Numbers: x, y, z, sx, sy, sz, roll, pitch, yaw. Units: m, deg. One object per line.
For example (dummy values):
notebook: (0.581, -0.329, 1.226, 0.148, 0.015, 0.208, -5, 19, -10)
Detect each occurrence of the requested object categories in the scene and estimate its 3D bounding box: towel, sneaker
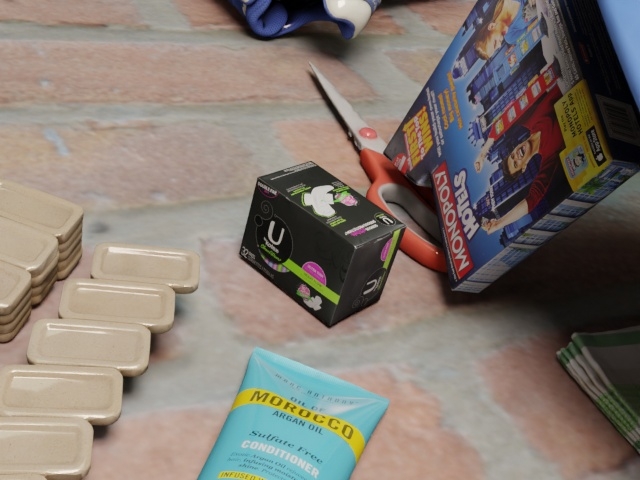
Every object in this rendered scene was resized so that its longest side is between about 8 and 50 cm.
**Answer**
towel: (0.227, 0.105, 0.524, 0.113, 0.023, 0.152, -6, 40, -28)
sneaker: (-0.068, -0.271, 0.867, 0.296, 0.112, 0.131, 13, 73, 32)

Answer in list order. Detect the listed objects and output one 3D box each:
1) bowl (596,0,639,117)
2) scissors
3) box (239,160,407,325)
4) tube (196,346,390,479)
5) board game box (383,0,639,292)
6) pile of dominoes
bowl: (0.259, -0.039, 0.502, 0.391, 0.077, 0.391, 40, 36, -39)
scissors: (0.037, -0.073, 0.704, 0.109, 0.021, 0.297, -15, 46, -34)
box: (0.000, 0.000, 0.547, 0.083, 0.062, 0.052, 36, 37, 28)
tube: (-0.023, 0.112, 0.394, 0.080, 0.052, 0.207, 25, 25, 4)
board game box: (0.120, -0.069, 0.582, 0.060, 0.194, 0.194, 11, 54, -25)
pile of dominoes: (-0.188, 0.064, 0.423, 0.195, 0.040, 0.251, 19, 42, 4)
